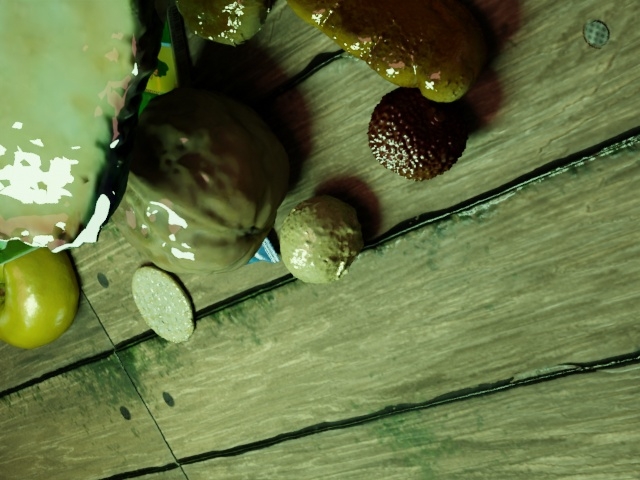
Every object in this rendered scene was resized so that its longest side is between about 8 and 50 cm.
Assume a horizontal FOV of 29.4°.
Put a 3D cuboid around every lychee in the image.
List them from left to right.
[{"bbox_3d":[0.116,-0.132,1.498,0.123,0.123,0.129,61,172,-4],"label":"lychee"}]

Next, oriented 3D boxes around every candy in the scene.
[{"bbox_3d":[-0.124,0.003,1.882,0.136,0.038,0.088,-10,120,50],"label":"candy"}]

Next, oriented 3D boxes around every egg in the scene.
[{"bbox_3d":[0.000,0.000,1.703,0.116,0.118,0.140,18,132,-21],"label":"egg"}]

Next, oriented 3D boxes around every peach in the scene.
[{"bbox_3d":[-0.560,0.080,2.284,0.251,0.153,0.251,9,107,31],"label":"peach"}]

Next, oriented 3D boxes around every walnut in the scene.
[{"bbox_3d":[-0.180,-0.082,1.736,0.273,0.227,0.273,29,133,36],"label":"walnut"}]

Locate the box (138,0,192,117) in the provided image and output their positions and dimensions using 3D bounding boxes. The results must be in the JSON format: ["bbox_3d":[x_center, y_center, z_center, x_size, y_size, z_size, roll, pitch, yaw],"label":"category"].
[{"bbox_3d":[-0.253,-0.276,1.831,0.132,0.034,0.235,15,124,38],"label":"box"}]

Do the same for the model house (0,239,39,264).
[{"bbox_3d":[-0.572,-0.164,2.071,0.357,0.242,0.313,47,136,14],"label":"model house"}]

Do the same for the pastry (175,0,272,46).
[{"bbox_3d":[-0.133,-0.334,1.639,0.153,0.081,0.153,20,123,34],"label":"pastry"}]

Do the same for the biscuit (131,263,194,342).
[{"bbox_3d":[-0.271,0.109,2.105,0.152,0.020,0.152,23,130,31],"label":"biscuit"}]

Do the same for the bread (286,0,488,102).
[{"bbox_3d":[0.056,-0.279,1.477,0.344,0.124,0.084,35,173,24],"label":"bread"}]

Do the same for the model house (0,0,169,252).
[{"bbox_3d":[-0.372,-0.283,1.604,0.395,0.400,0.445,10,125,1],"label":"model house"}]
